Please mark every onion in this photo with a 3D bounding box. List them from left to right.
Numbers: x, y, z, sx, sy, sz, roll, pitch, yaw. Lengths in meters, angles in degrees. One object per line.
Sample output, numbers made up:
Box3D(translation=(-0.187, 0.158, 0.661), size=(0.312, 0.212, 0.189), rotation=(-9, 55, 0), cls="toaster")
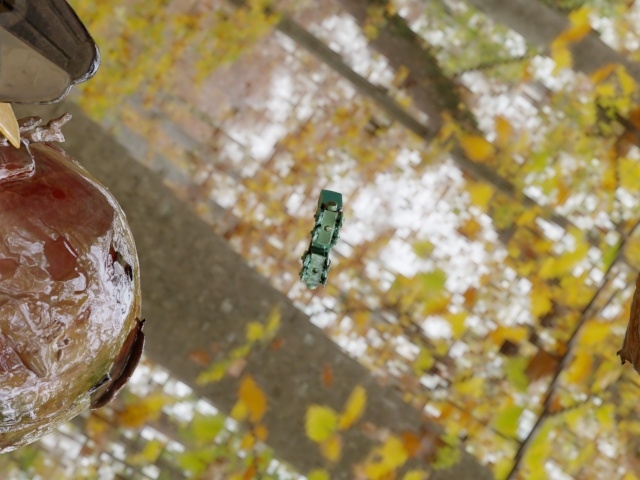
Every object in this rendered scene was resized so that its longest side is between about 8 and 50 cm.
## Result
Box3D(translation=(-0.308, 0.016, 1.237), size=(0.353, 0.354, 0.353), rotation=(-47, -158, 25), cls="onion")

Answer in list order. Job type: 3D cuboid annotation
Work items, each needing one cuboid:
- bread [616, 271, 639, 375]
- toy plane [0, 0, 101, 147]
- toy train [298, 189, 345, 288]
Box3D(translation=(0.303, -0.045, 0.964), size=(0.195, 0.149, 0.344), rotation=(-102, -161, -74), cls="bread")
Box3D(translation=(-0.251, -0.208, 0.970), size=(0.204, 0.103, 0.316), rotation=(-13, -108, 9), cls="toy plane")
Box3D(translation=(0.000, 0.000, 1.338), size=(0.045, 0.029, 0.092), rotation=(-89, -168, -56), cls="toy train")
